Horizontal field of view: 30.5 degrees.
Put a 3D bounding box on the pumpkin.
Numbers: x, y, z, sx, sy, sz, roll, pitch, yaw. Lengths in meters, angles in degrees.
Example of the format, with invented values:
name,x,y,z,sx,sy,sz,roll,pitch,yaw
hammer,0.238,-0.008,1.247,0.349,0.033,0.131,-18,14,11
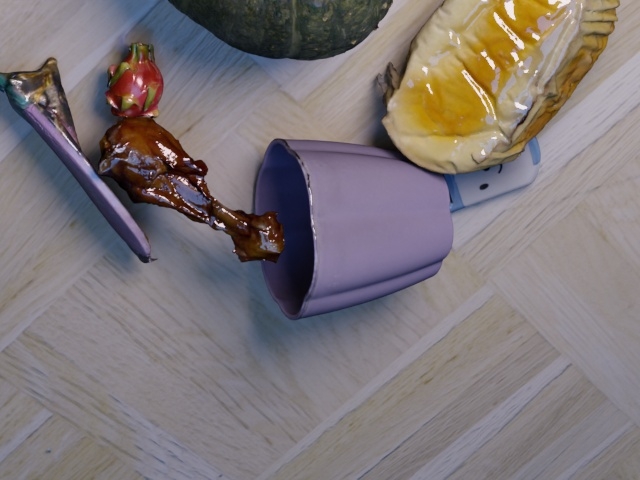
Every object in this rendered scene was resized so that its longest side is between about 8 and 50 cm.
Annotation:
name,x,y,z,sx,sy,sz,roll,pitch,yaw
pumpkin,-0.051,-0.384,1.487,0.328,0.257,0.291,21,76,-10

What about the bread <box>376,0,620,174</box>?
name,x,y,z,sx,sy,sz,roll,pitch,yaw
bread,0.262,-0.261,1.675,0.236,0.183,0.388,44,110,1

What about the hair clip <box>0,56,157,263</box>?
name,x,y,z,sx,sy,sz,roll,pitch,yaw
hair clip,-0.338,-0.103,1.702,0.110,0.095,0.358,-13,116,34

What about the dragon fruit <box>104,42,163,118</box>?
name,x,y,z,sx,sy,sz,roll,pitch,yaw
dragon fruit,-0.261,-0.226,1.662,0.081,0.086,0.116,20,104,18

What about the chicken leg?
name,x,y,z,sx,sy,sz,roll,pitch,yaw
chicken leg,-0.182,-0.062,1.671,0.304,0.093,0.113,36,90,-10

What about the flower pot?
name,x,y,z,sx,sy,sz,roll,pitch,yaw
flower pot,0.055,-0.027,1.727,0.243,0.265,0.265,-6,119,-18

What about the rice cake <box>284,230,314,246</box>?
name,x,y,z,sx,sy,sz,roll,pitch,yaw
rice cake,0.000,0.000,1.855,0.180,0.030,0.042,5,113,-13

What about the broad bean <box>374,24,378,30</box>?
name,x,y,z,sx,sy,sz,roll,pitch,yaw
broad bean,0.028,-0.374,1.649,0.195,0.046,0.061,36,105,-26

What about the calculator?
name,x,y,z,sx,sy,sz,roll,pitch,yaw
calculator,0.240,-0.114,1.827,0.210,0.039,0.121,-19,118,2
